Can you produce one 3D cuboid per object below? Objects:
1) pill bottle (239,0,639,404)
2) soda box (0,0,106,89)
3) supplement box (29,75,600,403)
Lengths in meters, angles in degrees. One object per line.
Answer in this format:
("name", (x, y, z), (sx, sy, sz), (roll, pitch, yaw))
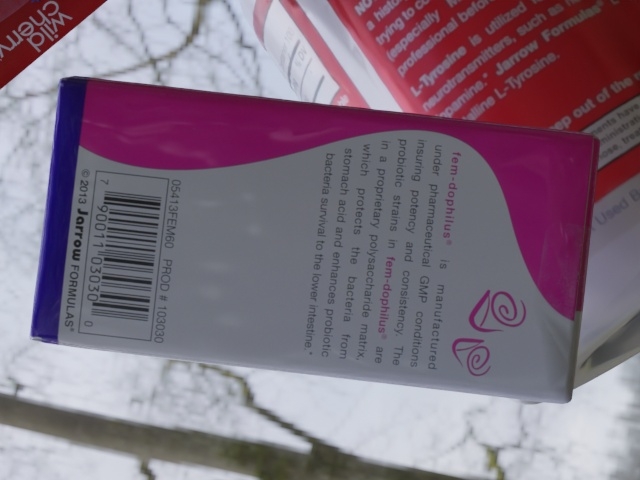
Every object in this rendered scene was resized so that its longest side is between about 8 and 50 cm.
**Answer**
("pill bottle", (0.095, -0.127, 0.945), (0.407, 0.229, 0.229), (57, -160, 15))
("soda box", (-0.147, -0.168, 0.857), (0.083, 0.263, 0.092), (49, -172, -26))
("supplement box", (0.000, 0.000, 0.683), (0.114, 0.220, 0.111), (13, -96, -87))
